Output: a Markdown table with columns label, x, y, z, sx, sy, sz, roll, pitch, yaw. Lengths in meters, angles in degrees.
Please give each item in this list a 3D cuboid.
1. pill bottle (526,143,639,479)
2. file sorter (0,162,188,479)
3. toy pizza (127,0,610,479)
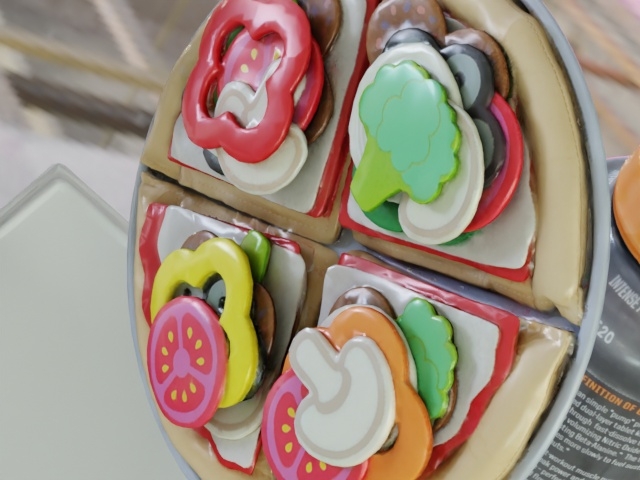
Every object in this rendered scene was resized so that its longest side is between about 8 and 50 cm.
| label | x | y | z | sx | sy | sz | roll | pitch | yaw |
| --- | --- | --- | --- | --- | --- | --- | --- | --- | --- |
| pill bottle | 0.132 | 0.051 | 0.835 | 0.130 | 0.245 | 0.130 | 12 | -131 | -14 |
| file sorter | -0.135 | 0.153 | 0.693 | 0.193 | 0.173 | 0.277 | 41 | -123 | 6 |
| toy pizza | 0.000 | 0.000 | 0.561 | 0.032 | 0.201 | 0.201 | 7 | -147 | -46 |
